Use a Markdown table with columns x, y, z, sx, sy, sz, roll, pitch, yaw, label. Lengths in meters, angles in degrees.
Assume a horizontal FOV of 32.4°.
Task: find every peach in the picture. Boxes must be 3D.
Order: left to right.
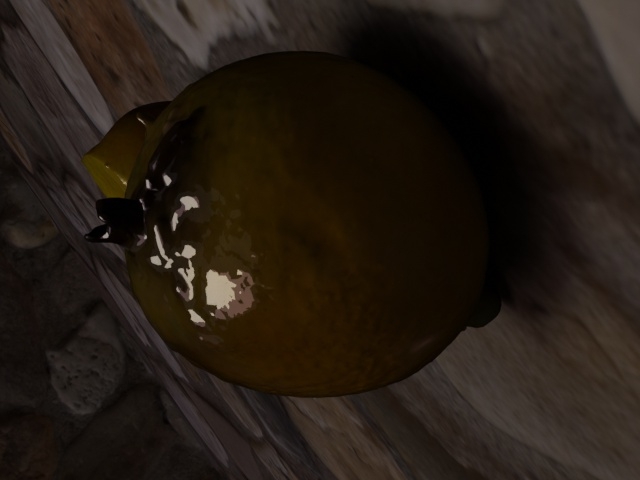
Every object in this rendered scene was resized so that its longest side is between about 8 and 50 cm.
| x | y | z | sx | sy | sz | roll | pitch | yaw | label |
| --- | --- | --- | --- | --- | --- | --- | --- | --- | --- |
| -0.086 | -0.033 | 0.751 | 0.151 | 0.118 | 0.151 | 50 | -152 | -40 | peach |

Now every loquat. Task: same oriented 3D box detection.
| x | y | z | sx | sy | sz | roll | pitch | yaw | label |
| --- | --- | --- | --- | --- | --- | --- | --- | --- | --- |
| 0.000 | 0.000 | 0.507 | 0.204 | 0.149 | 0.172 | 27 | 154 | -26 | loquat |
